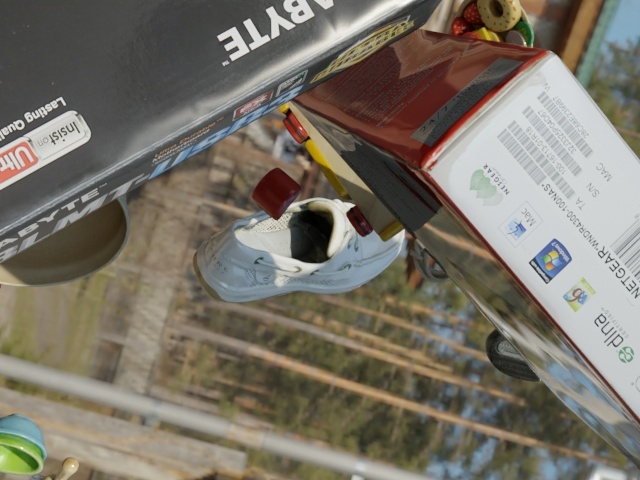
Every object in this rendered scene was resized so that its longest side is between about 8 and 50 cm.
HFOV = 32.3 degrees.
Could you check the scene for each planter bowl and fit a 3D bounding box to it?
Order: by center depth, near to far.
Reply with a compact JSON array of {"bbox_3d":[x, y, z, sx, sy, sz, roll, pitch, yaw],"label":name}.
[{"bbox_3d":[-0.234,-0.053,0.882,0.162,0.162,0.109,112,-23,-49],"label":"planter bowl"}]

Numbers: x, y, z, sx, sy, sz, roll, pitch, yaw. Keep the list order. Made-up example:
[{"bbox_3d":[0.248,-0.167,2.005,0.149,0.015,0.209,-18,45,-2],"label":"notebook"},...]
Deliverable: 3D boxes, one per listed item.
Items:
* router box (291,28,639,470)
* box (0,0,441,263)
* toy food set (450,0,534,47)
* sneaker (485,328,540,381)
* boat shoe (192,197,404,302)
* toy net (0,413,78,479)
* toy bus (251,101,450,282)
[{"bbox_3d":[0.146,0.022,0.676,0.082,0.335,0.301,-43,-162,0],"label":"router box"},{"bbox_3d":[-0.135,-0.167,0.521,0.295,0.293,0.073,-30,175,-11],"label":"box"},{"bbox_3d":[0.143,-0.169,0.923,0.020,0.083,0.083,-25,-177,-41],"label":"toy food set"},{"bbox_3d":[0.294,0.084,1.255,0.132,0.228,0.086,-95,176,-56],"label":"sneaker"},{"bbox_3d":[0.000,0.000,1.187,0.096,0.277,0.098,-47,-115,44],"label":"boat shoe"},{"bbox_3d":[-0.303,0.243,1.128,0.232,0.122,0.045,71,21,-49],"label":"toy net"},{"bbox_3d":[0.052,-0.076,0.967,0.104,0.191,0.202,12,89,-76],"label":"toy bus"}]
